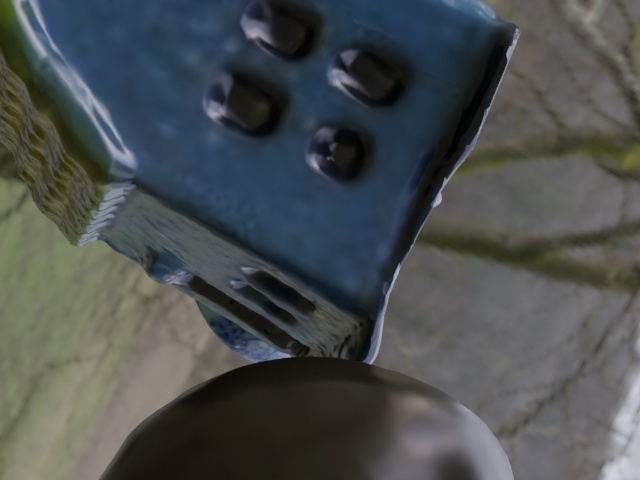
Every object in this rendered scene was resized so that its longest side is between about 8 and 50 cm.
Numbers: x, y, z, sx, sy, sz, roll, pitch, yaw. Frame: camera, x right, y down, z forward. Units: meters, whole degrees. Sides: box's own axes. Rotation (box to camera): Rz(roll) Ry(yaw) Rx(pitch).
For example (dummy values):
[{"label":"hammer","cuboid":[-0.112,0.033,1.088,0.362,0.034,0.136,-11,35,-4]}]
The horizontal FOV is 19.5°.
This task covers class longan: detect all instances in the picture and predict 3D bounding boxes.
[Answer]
[{"label":"longan","cuboid":[-0.015,0.149,0.859,0.220,0.196,0.196,-41,-171,9]}]

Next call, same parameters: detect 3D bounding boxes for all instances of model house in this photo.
[{"label":"model house","cuboid":[-0.071,-0.086,1.039,0.215,0.303,0.237,-60,-173,-12]}]

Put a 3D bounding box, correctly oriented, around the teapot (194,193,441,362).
[{"label":"teapot","cuboid":[0.000,0.000,1.290,0.232,0.159,0.159,-30,157,-52]}]
